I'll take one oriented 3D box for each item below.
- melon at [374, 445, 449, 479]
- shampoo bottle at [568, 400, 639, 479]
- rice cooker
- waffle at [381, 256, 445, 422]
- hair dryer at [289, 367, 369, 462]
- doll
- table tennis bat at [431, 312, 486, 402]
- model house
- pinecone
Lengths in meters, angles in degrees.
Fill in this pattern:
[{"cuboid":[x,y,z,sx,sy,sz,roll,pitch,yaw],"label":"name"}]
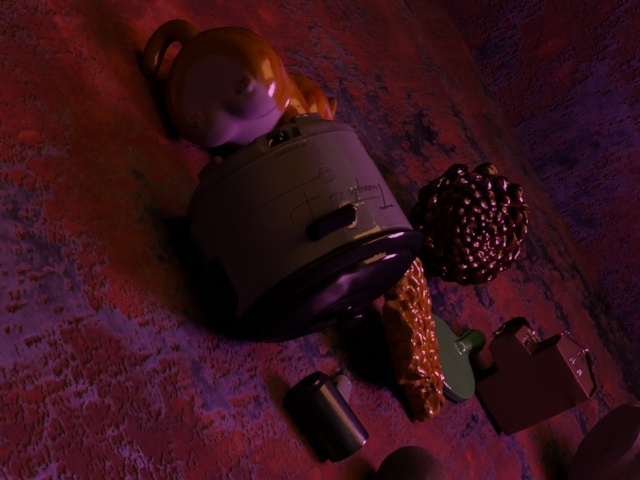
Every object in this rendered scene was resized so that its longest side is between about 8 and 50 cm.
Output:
[{"cuboid":[0.113,0.308,1.428,0.098,0.098,0.131,52,25,-21],"label":"melon"},{"cuboid":[0.620,0.459,2.088,0.317,0.322,0.322,44,25,-19],"label":"shampoo bottle"},{"cuboid":[-0.017,0.001,1.345,0.227,0.241,0.280,62,-19,15],"label":"rice cooker"},{"cuboid":[0.131,0.136,1.651,0.253,0.056,0.249,10,72,-79],"label":"waffle"},{"cuboid":[0.016,0.191,1.443,0.100,0.057,0.198,58,12,-7],"label":"hair dryer"},{"cuboid":[-0.088,-0.174,1.523,0.269,0.166,0.162,40,30,-49],"label":"doll"},{"cuboid":[0.220,0.184,1.936,0.160,0.039,0.257,63,26,8],"label":"table tennis bat"},{"cuboid":[0.381,0.214,2.058,0.176,0.180,0.248,61,21,3],"label":"model house"},{"cuboid":[0.257,-0.025,2.076,0.221,0.221,0.221,48,23,-29],"label":"pinecone"}]
